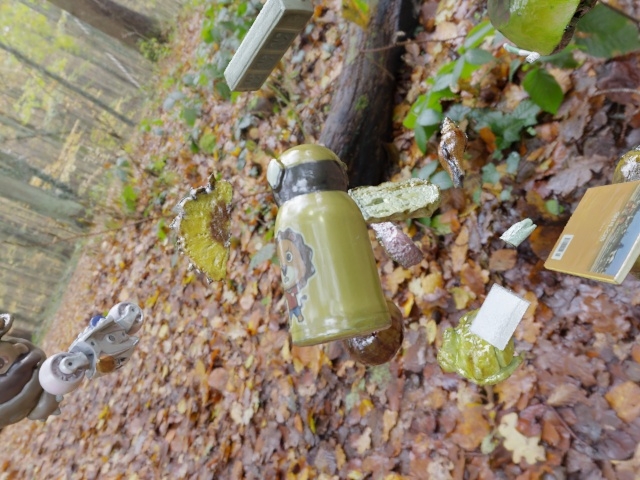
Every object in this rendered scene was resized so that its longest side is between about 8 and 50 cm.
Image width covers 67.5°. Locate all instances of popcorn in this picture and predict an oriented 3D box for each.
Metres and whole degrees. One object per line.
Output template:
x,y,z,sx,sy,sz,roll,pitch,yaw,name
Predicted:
0.542,0.361,1.652,0.276,0.225,0.276,-33,12,8,popcorn

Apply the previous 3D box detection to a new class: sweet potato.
-0.372,0.216,0.832,0.095,0.034,0.034,128,158,-66,sweet potato

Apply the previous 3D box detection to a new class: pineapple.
-0.333,-0.031,1.313,0.158,0.161,0.335,144,128,-63,pineapple

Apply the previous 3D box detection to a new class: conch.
0.396,-0.273,1.440,0.086,0.080,0.233,0,65,32,conch

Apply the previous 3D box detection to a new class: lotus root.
0.919,-0.070,1.351,0.196,0.179,0.398,-16,-77,-72,lotus root

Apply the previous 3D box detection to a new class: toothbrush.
0.490,-0.465,1.181,0.024,0.018,0.257,-34,20,21,toothbrush

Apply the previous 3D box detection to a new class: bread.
0.187,-0.090,1.190,0.128,0.231,0.088,-117,20,-48,bread

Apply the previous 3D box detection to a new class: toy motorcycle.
-0.423,0.209,0.930,0.112,0.112,0.254,-51,3,27,toy motorcycle

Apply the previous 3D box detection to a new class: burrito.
0.685,-0.030,1.659,0.118,0.044,0.074,-47,43,4,burrito

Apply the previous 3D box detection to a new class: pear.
0.566,-0.696,1.273,0.399,0.165,0.399,178,90,-87,pear

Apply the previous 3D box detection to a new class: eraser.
0.478,0.204,1.277,0.103,0.023,0.150,32,108,28,eraser

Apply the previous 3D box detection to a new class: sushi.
0.266,0.000,1.718,0.107,0.241,0.161,-42,-6,7,sushi

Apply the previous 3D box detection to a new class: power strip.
-0.108,-0.378,0.931,0.272,0.078,0.052,-35,75,49,power strip

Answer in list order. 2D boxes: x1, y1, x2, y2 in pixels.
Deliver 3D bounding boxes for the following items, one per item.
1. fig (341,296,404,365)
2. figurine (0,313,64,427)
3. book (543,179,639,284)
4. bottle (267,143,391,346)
0.159,0.290,1.555,0.235,0.214,0.235,-15,69,44,fig
-0.771,0.272,1.106,0.203,0.248,0.381,3,111,70,figurine
0.706,-0.028,1.201,0.263,0.028,0.374,-60,-1,3,book
0.000,0.000,0.845,0.171,0.171,0.351,-32,67,49,bottle
